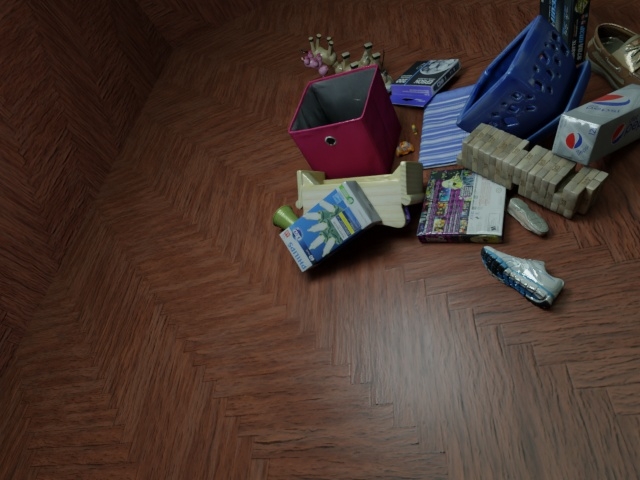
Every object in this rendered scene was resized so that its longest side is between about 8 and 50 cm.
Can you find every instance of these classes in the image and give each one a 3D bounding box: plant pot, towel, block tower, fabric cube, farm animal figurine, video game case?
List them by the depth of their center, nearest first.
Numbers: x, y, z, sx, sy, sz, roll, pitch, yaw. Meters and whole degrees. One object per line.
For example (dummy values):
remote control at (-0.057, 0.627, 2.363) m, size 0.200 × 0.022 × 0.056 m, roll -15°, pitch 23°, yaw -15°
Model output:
block tower at (0.500, -0.179, 1.018) m, size 0.091 × 0.097 × 0.335 m, roll -42°, pitch 53°, yaw -15°
plant pot at (0.539, -0.384, 1.086) m, size 0.236 × 0.212 × 0.236 m, roll -59°, pitch 4°, yaw -21°
video game case at (0.382, -0.097, 1.102) m, size 0.210 × 0.042 × 0.232 m, roll 0°, pitch 55°, yaw 29°
towel at (0.435, -0.370, 1.294) m, size 0.243 × 0.040 × 0.336 m, roll -6°, pitch 53°, yaw 28°
fabric cube at (0.089, -0.358, 1.339) m, size 0.254 × 0.258 × 0.259 m, roll -2°, pitch 54°, yaw 29°
plant pot at (-0.100, -0.059, 1.345) m, size 0.083 × 0.083 × 0.079 m, roll -45°, pitch 57°, yaw -8°
farm animal figurine at (0.100, -0.663, 1.644) m, size 0.327 × 0.172 × 0.330 m, roll -10°, pitch 62°, yaw 0°

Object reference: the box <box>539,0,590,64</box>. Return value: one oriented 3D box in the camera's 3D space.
box at (0.716, -0.655, 1.225) m, size 0.051 × 0.220 × 0.175 m, roll -21°, pitch 47°, yaw 9°

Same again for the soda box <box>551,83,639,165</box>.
soda box at (0.673, -0.274, 0.958) m, size 0.286 × 0.098 × 0.091 m, roll -25°, pitch 41°, yaw -22°

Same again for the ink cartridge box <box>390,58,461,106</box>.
ink cartridge box at (0.354, -0.564, 1.474) m, size 0.208 × 0.045 × 0.206 m, roll -46°, pitch 37°, yaw -10°

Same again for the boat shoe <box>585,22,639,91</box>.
boat shoe at (0.822, -0.475, 1.089) m, size 0.123 × 0.116 × 0.324 m, roll -29°, pitch 45°, yaw 8°

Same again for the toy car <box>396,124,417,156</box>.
toy car at (0.278, -0.331, 1.355) m, size 0.060 × 0.040 × 0.122 m, roll -3°, pitch 54°, yaw 29°

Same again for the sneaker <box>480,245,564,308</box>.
sneaker at (0.448, 0.065, 0.922) m, size 0.083 × 0.071 × 0.191 m, roll -38°, pitch 53°, yaw -10°

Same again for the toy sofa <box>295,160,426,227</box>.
toy sofa at (0.115, -0.130, 1.217) m, size 0.363 × 0.150 × 0.177 m, roll 0°, pitch 97°, yaw 31°

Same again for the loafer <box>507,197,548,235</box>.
loafer at (0.501, -0.052, 1.004) m, size 0.045 × 0.039 × 0.125 m, roll -7°, pitch 46°, yaw -17°

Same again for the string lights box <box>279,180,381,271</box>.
string lights box at (0.024, -0.036, 1.149) m, size 0.260 × 0.077 × 0.133 m, roll -37°, pitch 80°, yaw 28°
